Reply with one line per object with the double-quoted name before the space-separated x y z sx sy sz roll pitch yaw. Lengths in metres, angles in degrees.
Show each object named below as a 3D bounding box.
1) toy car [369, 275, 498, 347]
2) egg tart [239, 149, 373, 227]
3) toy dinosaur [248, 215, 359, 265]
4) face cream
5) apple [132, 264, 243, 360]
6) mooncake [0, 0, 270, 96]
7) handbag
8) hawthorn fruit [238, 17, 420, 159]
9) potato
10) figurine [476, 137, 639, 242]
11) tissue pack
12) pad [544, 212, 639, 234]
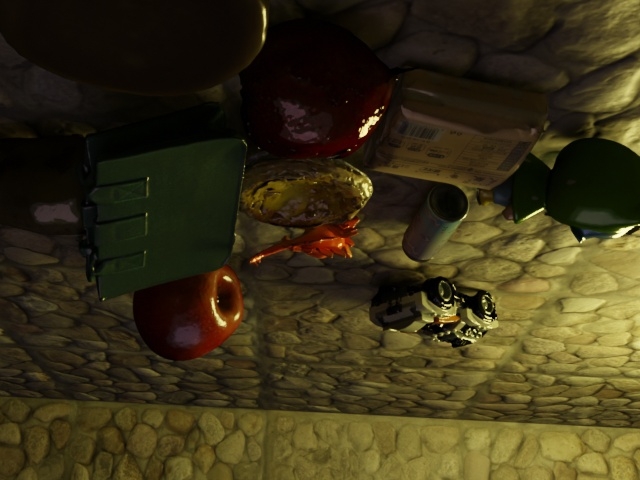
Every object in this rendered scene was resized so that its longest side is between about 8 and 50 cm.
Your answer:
"toy car" 0.258 0.161 2.085 0.301 0.118 0.193 22 149 -40
"egg tart" -0.033 -0.095 1.522 0.234 0.094 0.234 1 155 0
"toy dinosaur" 0.000 0.000 1.632 0.117 0.070 0.288 15 -158 30
"face cream" 0.196 -0.021 1.697 0.075 0.075 0.229 6 157 -7
"apple" -0.270 0.131 1.940 0.201 0.218 0.218 -10 154 26
"mooncake" -0.194 -0.282 0.998 0.284 0.155 0.284 -1 156 0
"handbag" -0.243 -0.053 1.441 0.238 0.089 0.326 -16 146 -25
"hawthorn fruit" 0.012 -0.193 1.197 0.235 0.181 0.181 -11 157 1
"potato" -0.442 -0.086 1.503 0.262 0.165 0.165 0 157 10
"figurine" 0.370 -0.077 1.442 0.263 0.162 0.143 6 138 23
"tissue pack" 0.187 -0.155 1.357 0.222 0.090 0.186 7 155 -13
"pad" 0.508 -0.050 1.683 0.190 0.004 0.127 12 156 -19
